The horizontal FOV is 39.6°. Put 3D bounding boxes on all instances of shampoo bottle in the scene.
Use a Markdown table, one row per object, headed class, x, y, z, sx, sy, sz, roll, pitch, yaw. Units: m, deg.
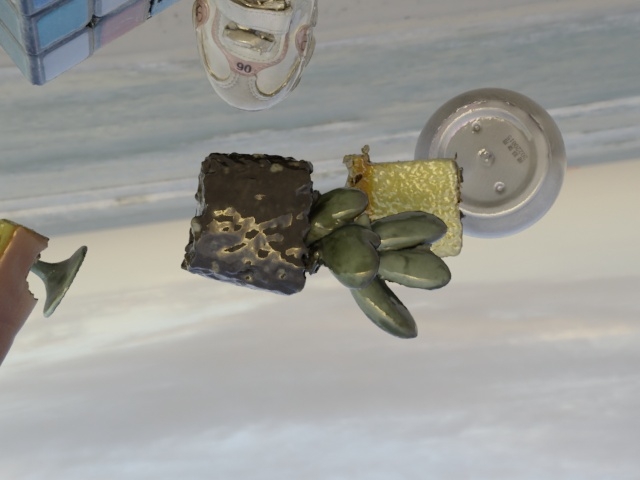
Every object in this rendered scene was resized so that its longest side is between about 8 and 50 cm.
| class | x | y | z | sx | sy | sz | roll | pitch | yaw |
| --- | --- | --- | --- | --- | --- | --- | --- | --- | --- |
| shampoo bottle | 0.311 | -0.140 | 1.638 | 0.273 | 0.272 | 0.266 | -7 | 180 | 11 |

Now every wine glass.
| class | x | y | z | sx | sy | sz | roll | pitch | yaw |
| --- | --- | --- | --- | --- | --- | --- | --- | --- | --- |
| wine glass | -0.442 | -0.047 | 1.081 | 0.310 | 0.096 | 0.264 | 30 | -172 | -18 |

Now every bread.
| class | x | y | z | sx | sy | sz | roll | pitch | yaw |
| --- | --- | --- | --- | --- | --- | --- | --- | --- | --- |
| bread | 0.106 | -0.043 | 1.110 | 0.147 | 0.152 | 0.127 | -2 | 180 | 15 |
| bread | -0.357 | 0.084 | 0.933 | 0.049 | 0.226 | 0.088 | 30 | 179 | 26 |

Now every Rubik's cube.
| class | x | y | z | sx | sy | sz | roll | pitch | yaw |
| --- | --- | --- | --- | --- | --- | --- | --- | --- | --- |
| Rubik's cube | -0.398 | -0.506 | 1.343 | 0.359 | 0.362 | 0.363 | -35 | 178 | -19 |

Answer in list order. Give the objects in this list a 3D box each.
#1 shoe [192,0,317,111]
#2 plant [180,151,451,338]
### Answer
| class | x | y | z | sx | sy | sz | roll | pitch | yaw |
| --- | --- | --- | --- | --- | --- | --- | --- | --- | --- |
| shoe | -0.086 | -0.316 | 1.110 | 0.172 | 0.350 | 0.198 | 6 | -152 | -1 |
| plant | -0.001 | -0.002 | 0.910 | 0.275 | 0.146 | 0.149 | 17 | -172 | -9 |
